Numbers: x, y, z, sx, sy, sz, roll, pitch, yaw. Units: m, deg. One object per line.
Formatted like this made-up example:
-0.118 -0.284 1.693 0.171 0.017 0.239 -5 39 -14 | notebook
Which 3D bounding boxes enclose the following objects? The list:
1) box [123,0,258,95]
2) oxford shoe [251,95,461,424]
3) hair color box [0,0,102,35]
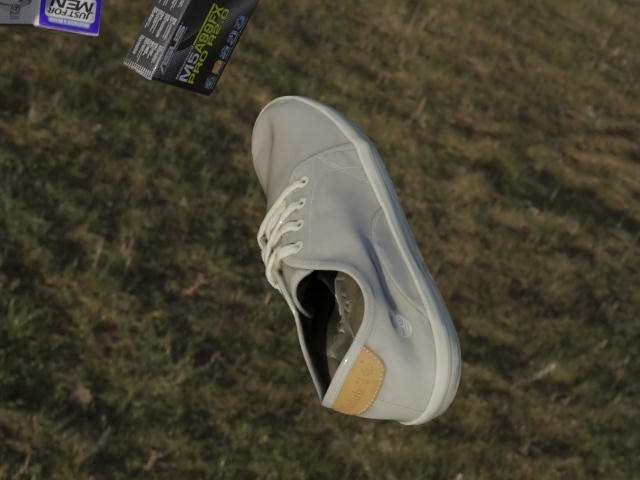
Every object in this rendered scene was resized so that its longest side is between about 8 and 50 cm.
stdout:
-0.186 -0.375 2.036 0.060 0.270 0.216 31 9 18 | box
0.000 0.000 1.283 0.130 0.169 0.449 2 42 -27 | oxford shoe
-0.395 -0.483 1.902 0.110 0.338 0.185 6 6 -34 | hair color box
